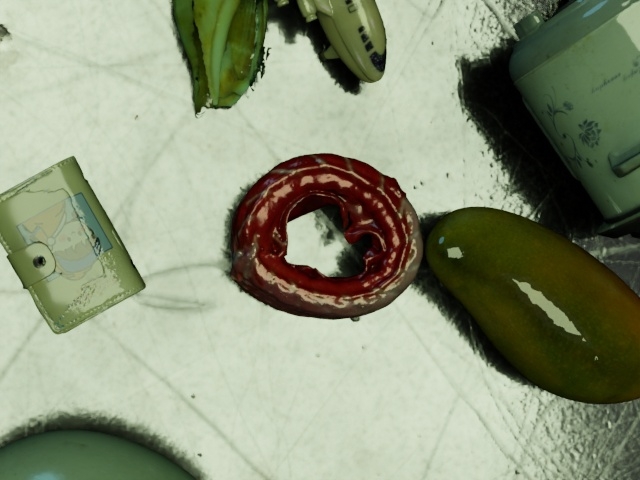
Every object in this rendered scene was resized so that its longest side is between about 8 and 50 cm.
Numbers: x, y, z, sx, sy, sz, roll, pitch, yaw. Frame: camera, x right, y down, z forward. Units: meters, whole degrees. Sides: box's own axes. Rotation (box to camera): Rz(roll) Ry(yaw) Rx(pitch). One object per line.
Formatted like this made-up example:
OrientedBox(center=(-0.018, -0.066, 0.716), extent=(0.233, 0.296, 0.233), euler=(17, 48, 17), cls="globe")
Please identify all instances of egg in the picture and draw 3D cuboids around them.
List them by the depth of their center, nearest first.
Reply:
OrientedBox(center=(-0.211, 0.290, 1.517), extent=(0.283, 0.203, 0.203), euler=(20, 87, -7), cls="egg")

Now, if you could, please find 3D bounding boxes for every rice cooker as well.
OrientedBox(center=(0.348, -0.141, 1.569), extent=(0.264, 0.316, 0.316), euler=(-34, 95, 33), cls="rice cooker")

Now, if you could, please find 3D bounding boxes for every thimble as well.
OrientedBox(center=(0.006, -0.003, 1.588), extent=(0.190, 0.125, 0.163), euler=(8, 86, -7), cls="thimble")

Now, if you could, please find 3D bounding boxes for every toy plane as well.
OrientedBox(center=(0.005, -0.280, 1.592), extent=(0.242, 0.104, 0.256), euler=(-25, 105, -38), cls="toy plane")

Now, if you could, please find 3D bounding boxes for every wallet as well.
OrientedBox(center=(-0.260, 0.007, 1.596), extent=(0.110, 0.039, 0.155), euler=(-30, 92, -8), cls="wallet")

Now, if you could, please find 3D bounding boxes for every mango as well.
OrientedBox(center=(0.229, 0.061, 1.606), extent=(0.289, 0.129, 0.146), euler=(43, 63, -13), cls="mango")

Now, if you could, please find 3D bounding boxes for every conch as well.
OrientedBox(center=(-0.101, -0.234, 1.598), extent=(0.095, 0.079, 0.200), euler=(-8, 101, 16), cls="conch")
